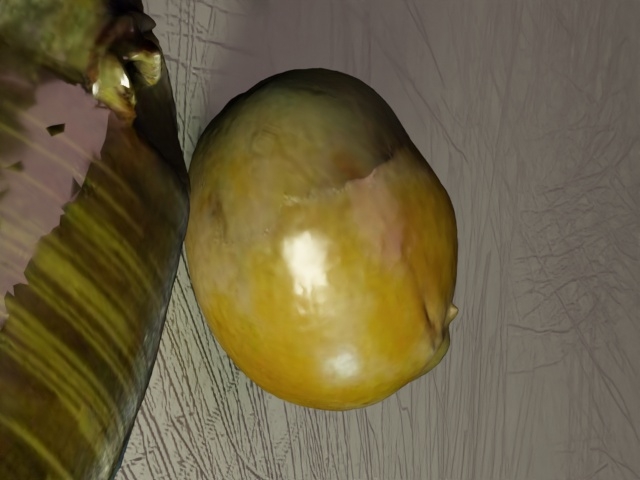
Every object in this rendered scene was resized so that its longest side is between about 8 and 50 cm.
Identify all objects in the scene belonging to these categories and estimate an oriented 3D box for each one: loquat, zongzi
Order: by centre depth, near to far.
[{"bbox_3d":[-0.197,0.124,0.677,0.432,0.207,0.403,105,8,-60],"label":"zongzi"},{"bbox_3d":[0.000,0.000,1.160,0.179,0.179,0.227,-63,139,-54],"label":"loquat"}]
